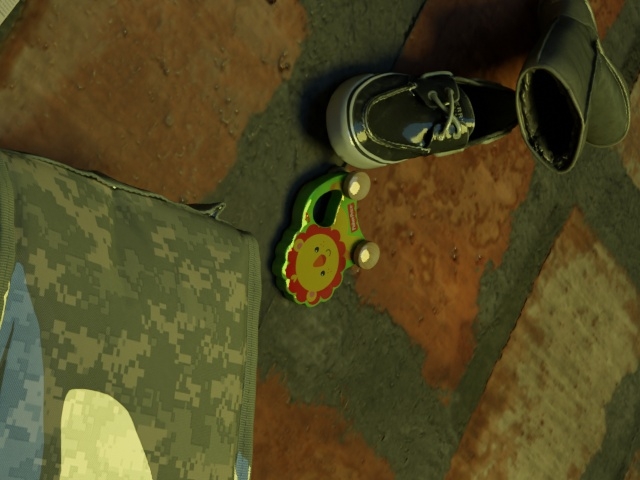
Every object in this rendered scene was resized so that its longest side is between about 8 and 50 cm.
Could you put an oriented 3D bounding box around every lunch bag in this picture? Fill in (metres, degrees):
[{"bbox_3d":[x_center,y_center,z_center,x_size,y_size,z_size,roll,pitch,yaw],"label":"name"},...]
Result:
[{"bbox_3d":[-0.163,0.094,0.863,0.235,0.169,0.287,19,80,-48],"label":"lunch bag"}]

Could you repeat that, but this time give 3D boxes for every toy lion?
[{"bbox_3d":[0.000,0.000,1.138,0.096,0.034,0.100,-24,118,-34],"label":"toy lion"}]

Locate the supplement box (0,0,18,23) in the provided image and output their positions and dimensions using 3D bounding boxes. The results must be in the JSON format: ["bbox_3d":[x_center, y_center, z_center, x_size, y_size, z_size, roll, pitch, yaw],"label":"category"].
[{"bbox_3d":[-0.203,-0.160,0.835,0.098,0.062,0.036,-58,137,-21],"label":"supplement box"}]

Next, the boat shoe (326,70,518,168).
[{"bbox_3d":[0.091,-0.107,1.168,0.219,0.070,0.078,-14,96,-50],"label":"boat shoe"}]

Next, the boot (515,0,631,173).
[{"bbox_3d":[0.230,-0.121,1.267,0.190,0.076,0.208,59,22,-26],"label":"boot"}]
